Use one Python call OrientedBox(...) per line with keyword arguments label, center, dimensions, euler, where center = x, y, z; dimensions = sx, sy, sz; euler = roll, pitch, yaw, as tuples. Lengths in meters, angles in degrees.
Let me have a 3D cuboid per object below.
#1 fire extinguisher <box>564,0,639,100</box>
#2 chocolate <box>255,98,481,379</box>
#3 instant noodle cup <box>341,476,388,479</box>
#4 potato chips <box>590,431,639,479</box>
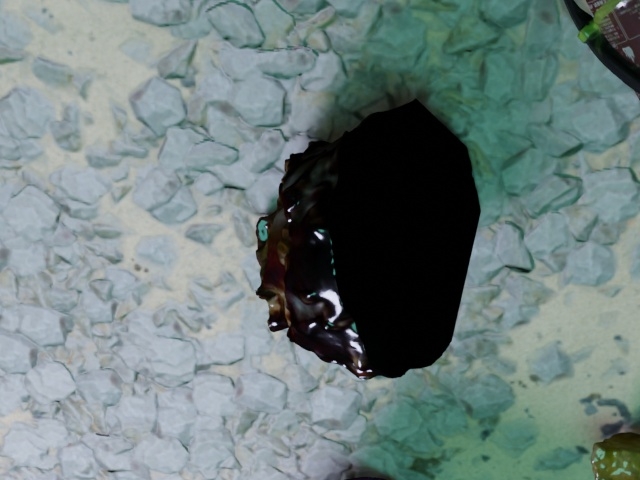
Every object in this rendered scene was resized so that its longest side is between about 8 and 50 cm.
OrientedBox(label="fire extinguisher", center=(0.263, -0.139, 0.893), dimensions=(0.105, 0.141, 0.341), euler=(-31, 97, -19))
OrientedBox(label="chocolate", center=(0.000, 0.000, 1.005), dimensions=(0.177, 0.224, 0.206), euler=(0, 157, 37))
OrientedBox(label="instant noodle cup", center=(0.028, 0.387, 1.166), dimensions=(0.251, 0.251, 0.190), euler=(34, 125, -11))
OrientedBox(label="potato chips", center=(0.451, 0.236, 1.119), dimensions=(0.407, 0.080, 0.057), euler=(9, 102, 4))
